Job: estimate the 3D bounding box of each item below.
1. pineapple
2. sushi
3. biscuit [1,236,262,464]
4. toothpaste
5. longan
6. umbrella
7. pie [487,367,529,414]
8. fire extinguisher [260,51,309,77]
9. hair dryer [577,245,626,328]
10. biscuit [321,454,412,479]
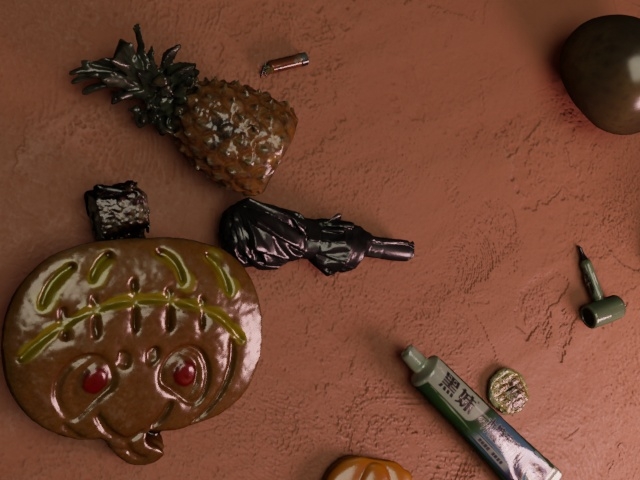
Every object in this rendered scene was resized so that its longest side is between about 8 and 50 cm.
[{"bbox_3d":[-0.205,-0.200,1.655,0.340,0.169,0.169,27,78,-11],"label":"pineapple"},{"bbox_3d":[-0.301,-0.048,1.628,0.084,0.094,0.098,-10,108,-21],"label":"sushi"},{"bbox_3d":[-0.263,0.165,1.611,0.394,0.070,0.350,-10,104,-29],"label":"biscuit"},{"bbox_3d":[0.269,0.314,1.865,0.392,0.061,0.099,45,71,-16],"label":"toothpaste"},{"bbox_3d":[0.525,-0.289,1.923,0.196,0.196,0.220,-37,105,-19],"label":"longan"},{"bbox_3d":[0.000,0.000,1.756,0.340,0.118,0.118,5,86,-28],"label":"umbrella"},{"bbox_3d":[0.326,0.261,1.912,0.084,0.020,0.084,1,88,-23],"label":"pie"},{"bbox_3d":[-0.060,-0.282,1.775,0.083,0.022,0.028,-18,125,-21],"label":"fire extinguisher"},{"bbox_3d":[0.490,0.079,1.981,0.071,0.047,0.150,-17,84,-23],"label":"hair dryer"},{"bbox_3d":[0.077,0.433,1.789,0.170,0.050,0.170,1,88,-21],"label":"biscuit"}]
